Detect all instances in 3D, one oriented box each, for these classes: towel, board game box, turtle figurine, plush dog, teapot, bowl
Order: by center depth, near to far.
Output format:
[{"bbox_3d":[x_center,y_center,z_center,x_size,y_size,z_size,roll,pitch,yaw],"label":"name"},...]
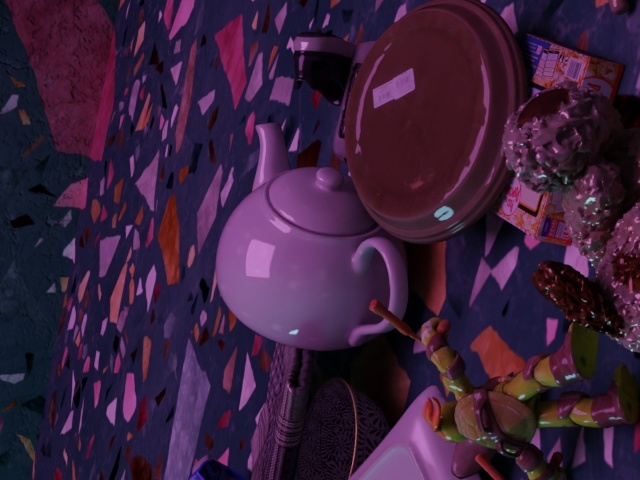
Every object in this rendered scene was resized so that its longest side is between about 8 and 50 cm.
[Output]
[{"bbox_3d":[0.287,0.001,1.347,0.210,0.262,0.225,75,-165,-49],"label":"plush dog"},{"bbox_3d":[0.173,0.145,1.526,0.217,0.269,0.087,-25,17,40],"label":"turtle figurine"},{"bbox_3d":[0.236,-0.108,1.696,0.147,0.045,0.193,-138,61,-64],"label":"board game box"},{"bbox_3d":[0.000,0.000,1.949,0.252,0.256,0.187,-63,-11,-55],"label":"teapot"},{"bbox_3d":[0.042,0.253,1.957,0.170,0.080,0.170,-170,90,-67],"label":"bowl"},{"bbox_3d":[-0.051,0.212,2.070,0.324,0.056,0.312,-85,4,-59],"label":"towel"}]

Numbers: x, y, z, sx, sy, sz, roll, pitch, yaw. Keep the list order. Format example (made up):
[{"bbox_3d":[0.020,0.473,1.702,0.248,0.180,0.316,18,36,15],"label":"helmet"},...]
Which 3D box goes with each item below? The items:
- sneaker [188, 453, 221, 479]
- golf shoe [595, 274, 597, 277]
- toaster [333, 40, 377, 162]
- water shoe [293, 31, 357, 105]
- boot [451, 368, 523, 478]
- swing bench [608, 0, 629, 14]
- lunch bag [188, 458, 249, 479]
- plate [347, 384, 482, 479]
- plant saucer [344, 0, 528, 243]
[{"bbox_3d":[-0.188,0.440,2.215,0.236,0.130,0.323,-45,18,3],"label":"sneaker"},{"bbox_3d":[0.275,0.035,1.484,0.176,0.086,0.069,-112,37,-56],"label":"golf shoe"},{"bbox_3d":[0.105,-0.156,1.951,0.168,0.110,0.185,-157,79,-67],"label":"toaster"},{"bbox_3d":[0.028,-0.208,2.056,0.073,0.203,0.080,9,89,38],"label":"water shoe"},{"bbox_3d":[0.177,0.182,1.656,0.118,0.042,0.087,-52,-11,-29],"label":"boot"},{"bbox_3d":[0.288,-0.402,1.560,0.253,0.165,0.254,136,144,-56],"label":"swing bench"},{"bbox_3d":[-0.094,0.414,1.954,0.293,0.138,0.221,43,128,20],"label":"lunch bag"},{"bbox_3d":[0.092,0.341,1.738,0.277,0.045,0.278,-53,48,39],"label":"plate"},{"bbox_3d":[0.115,-0.135,1.786,0.278,0.041,0.278,-14,72,50],"label":"plant saucer"}]
